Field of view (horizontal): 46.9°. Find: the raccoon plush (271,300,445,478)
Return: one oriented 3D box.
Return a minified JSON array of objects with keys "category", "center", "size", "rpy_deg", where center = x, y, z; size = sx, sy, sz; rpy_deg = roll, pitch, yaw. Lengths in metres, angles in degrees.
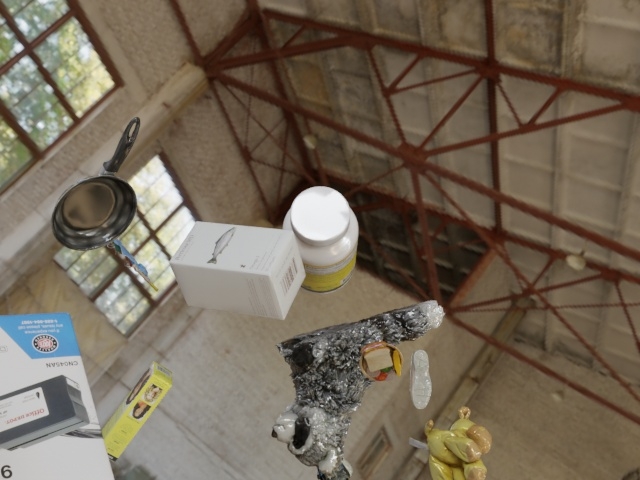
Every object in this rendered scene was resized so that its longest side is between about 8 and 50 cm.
[{"category":"raccoon plush","center":[0.100,0.333,1.639],"size":[0.216,0.446,0.299],"rpy_deg":[87,-11,-89]}]

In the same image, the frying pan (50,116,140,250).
[{"category":"frying pan","center":[-0.488,-0.115,1.581],"size":[0.053,0.197,0.326],"rpy_deg":[43,-43,35]}]

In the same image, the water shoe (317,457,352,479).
[{"category":"water shoe","center":[0.020,0.594,1.940],"size":[0.072,0.080,0.203],"rpy_deg":[-6,-42,39]}]

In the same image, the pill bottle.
[{"category":"pill bottle","center":[0.000,0.000,1.864],"size":[0.187,0.188,0.334],"rpy_deg":[35,-19,14]}]

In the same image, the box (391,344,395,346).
[{"category":"box","center":[0.164,0.358,2.368],"size":[0.029,0.162,0.116],"rpy_deg":[-146,-122,-61]}]

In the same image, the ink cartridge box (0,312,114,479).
[{"category":"ink cartridge box","center":[-0.524,0.330,1.208],"size":[0.166,0.285,0.395],"rpy_deg":[-45,-122,36]}]

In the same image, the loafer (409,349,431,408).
[{"category":"loafer","center":[0.214,0.300,1.598],"size":[0.045,0.125,0.039],"rpy_deg":[4,-10,-13]}]

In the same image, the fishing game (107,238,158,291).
[{"category":"fishing game","center":[-0.495,0.025,1.817],"size":[0.264,0.041,0.189],"rpy_deg":[45,-11,26]}]

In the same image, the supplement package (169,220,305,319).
[{"category":"supplement package","center":[-0.131,0.046,1.188],"size":[0.179,0.105,0.105],"rpy_deg":[5,-45,21]}]

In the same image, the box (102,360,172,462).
[{"category":"box","center":[-0.442,0.405,1.753],"size":[0.058,0.232,0.087],"rpy_deg":[35,3,-17]}]

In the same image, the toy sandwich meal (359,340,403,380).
[{"category":"toy sandwich meal","center":[0.106,0.212,1.277],"size":[0.085,0.085,0.029],"rpy_deg":[48,13,-18]}]

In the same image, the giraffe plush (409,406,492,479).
[{"category":"giraffe plush","center":[0.358,0.520,1.865],"size":[0.210,0.170,0.182],"rpy_deg":[31,-57,37]}]
